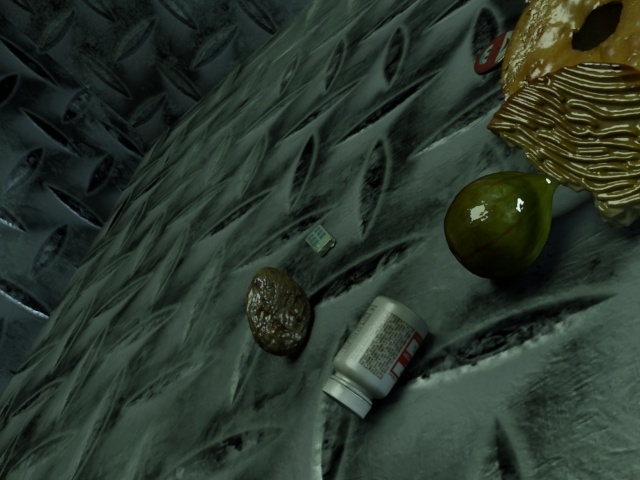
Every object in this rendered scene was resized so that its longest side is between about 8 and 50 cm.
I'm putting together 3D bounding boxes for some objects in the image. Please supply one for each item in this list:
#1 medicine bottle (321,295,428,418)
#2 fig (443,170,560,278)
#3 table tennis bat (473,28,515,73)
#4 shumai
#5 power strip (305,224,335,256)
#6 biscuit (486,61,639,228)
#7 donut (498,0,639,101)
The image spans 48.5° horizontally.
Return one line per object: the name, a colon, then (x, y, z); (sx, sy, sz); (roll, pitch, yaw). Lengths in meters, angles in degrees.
medicine bottle: (0.065, 0.144, 0.877); (0.140, 0.079, 0.079); (-54, 24, -14)
fig: (0.253, -0.048, 0.822); (0.236, 0.124, 0.124); (-32, 26, 9)
table tennis bat: (0.329, -0.340, 1.243); (0.154, 0.019, 0.098); (-19, 37, 53)
shumai: (-0.079, 0.122, 1.120); (0.105, 0.123, 0.139); (-51, 35, 22)
power strip: (0.000, 0.000, 1.285); (0.040, 0.016, 0.090); (-47, 23, 2)
biscuit: (0.285, -0.102, 0.753); (0.228, 0.031, 0.177); (1, 87, 33)
donut: (0.357, -0.239, 0.860); (0.277, 0.108, 0.278); (-35, 43, 41)
